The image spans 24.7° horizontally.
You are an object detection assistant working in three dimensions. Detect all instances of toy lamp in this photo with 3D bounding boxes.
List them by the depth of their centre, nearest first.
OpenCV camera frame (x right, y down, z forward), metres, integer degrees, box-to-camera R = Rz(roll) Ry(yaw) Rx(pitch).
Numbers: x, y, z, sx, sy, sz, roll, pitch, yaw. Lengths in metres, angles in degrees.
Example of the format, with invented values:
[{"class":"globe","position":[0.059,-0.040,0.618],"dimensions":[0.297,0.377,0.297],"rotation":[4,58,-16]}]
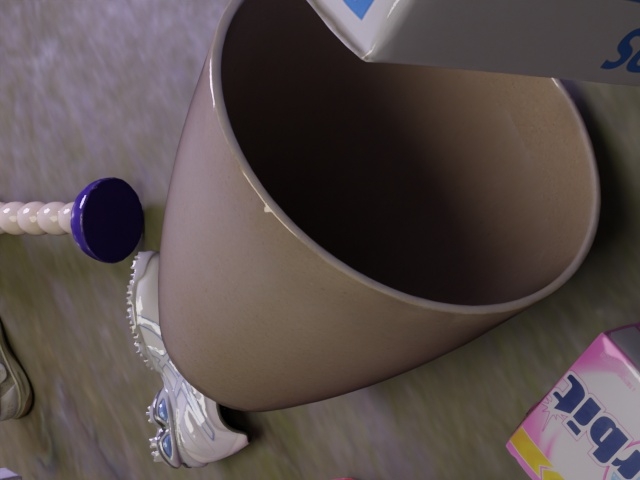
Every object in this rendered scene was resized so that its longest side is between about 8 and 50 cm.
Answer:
[{"class":"toy lamp","position":[-0.273,-0.018,1.267],"dimensions":[0.275,0.080,0.080],"rotation":[4,97,38]}]

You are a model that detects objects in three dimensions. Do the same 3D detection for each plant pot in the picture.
[{"class":"plant pot","position":[0.000,0.000,0.957],"dimensions":[0.256,0.256,0.274],"rotation":[60,142,18]}]

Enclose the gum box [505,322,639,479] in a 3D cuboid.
[{"class":"gum box","position":[0.209,0.147,0.890],"dimensions":[0.188,0.062,0.107],"rotation":[50,122,25]}]

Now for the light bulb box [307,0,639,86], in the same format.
[{"class":"light bulb box","position":[0.159,-0.280,0.702],"dimensions":[0.225,0.358,0.361],"rotation":[52,122,26]}]

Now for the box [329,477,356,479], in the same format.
[{"class":"box","position":[0.076,0.276,0.957],"dimensions":[0.300,0.154,0.142],"rotation":[15,104,36]}]

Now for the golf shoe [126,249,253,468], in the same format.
[{"class":"golf shoe","position":[-0.098,0.089,1.152],"dimensions":[0.086,0.069,0.176],"rotation":[-13,88,19]}]

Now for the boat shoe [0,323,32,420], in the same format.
[{"class":"boat shoe","position":[-0.318,0.100,1.330],"dimensions":[0.056,0.048,0.153],"rotation":[-46,66,32]}]

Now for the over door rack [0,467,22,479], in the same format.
[{"class":"over door rack","position":[-0.148,0.338,1.156],"dimensions":[0.239,0.108,0.324],"rotation":[15,124,38]}]
